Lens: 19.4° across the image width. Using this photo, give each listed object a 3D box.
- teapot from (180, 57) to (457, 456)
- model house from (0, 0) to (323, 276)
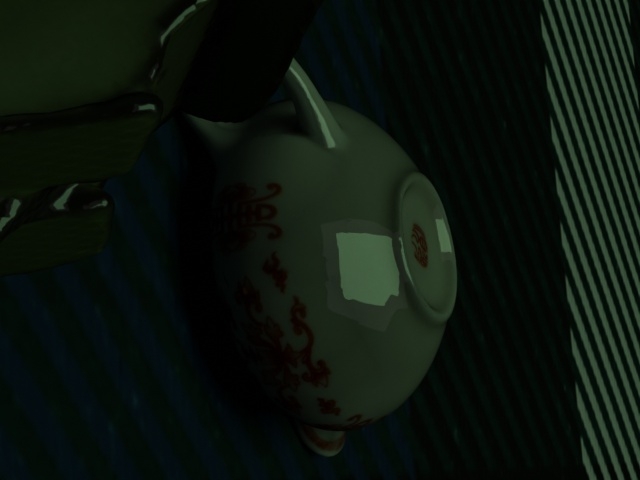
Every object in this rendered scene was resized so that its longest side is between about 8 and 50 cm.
[{"bbox_3d":[0.000,0.000,0.900,0.159,0.116,0.246,-48,121,-47],"label":"teapot"},{"bbox_3d":[-0.162,-0.056,0.517,0.279,0.218,0.205,-46,175,-24],"label":"model house"}]
